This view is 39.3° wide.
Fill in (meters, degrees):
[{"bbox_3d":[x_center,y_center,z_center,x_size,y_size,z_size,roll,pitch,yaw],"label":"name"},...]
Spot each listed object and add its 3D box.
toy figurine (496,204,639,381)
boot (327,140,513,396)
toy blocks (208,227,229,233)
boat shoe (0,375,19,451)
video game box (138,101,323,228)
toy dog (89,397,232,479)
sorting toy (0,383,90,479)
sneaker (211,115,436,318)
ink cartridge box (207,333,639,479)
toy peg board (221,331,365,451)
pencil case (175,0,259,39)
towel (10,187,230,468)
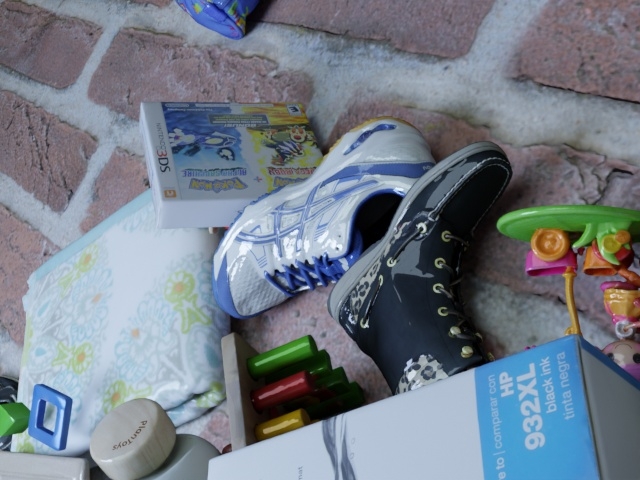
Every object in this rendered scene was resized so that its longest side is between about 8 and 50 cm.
[{"bbox_3d":[0.223,0.063,0.701,0.173,0.130,0.159,0,78,19],"label":"toy figurine"},{"bbox_3d":[0.120,0.044,0.815,0.236,0.085,0.179,-49,43,19],"label":"boot"},{"bbox_3d":[-0.089,-0.047,1.077,0.123,0.148,0.054,-64,-7,-45],"label":"toy blocks"},{"bbox_3d":[-0.460,0.243,1.283,0.233,0.079,0.084,22,84,51],"label":"boat shoe"},{"bbox_3d":[-0.100,-0.093,1.043,0.048,0.205,0.187,105,155,-43],"label":"video game box"},{"bbox_3d":[-0.116,0.287,0.815,0.161,0.220,0.334,-24,52,12],"label":"toy dog"},{"bbox_3d":[-0.318,0.341,1.046,0.196,0.047,0.348,-5,85,38],"label":"sorting toy"},{"bbox_3d":[0.000,0.000,0.942,0.296,0.112,0.131,-43,43,19],"label":"sneaker"},{"bbox_3d":[0.100,0.202,0.623,0.307,0.223,0.129,-26,49,32],"label":"ink cartridge box"},{"bbox_3d":[-0.011,0.174,0.815,0.079,0.161,0.161,-24,49,15],"label":"toy peg board"},{"bbox_3d":[-0.093,-0.448,1.313,0.306,0.119,0.133,-59,17,0],"label":"pencil case"},{"bbox_3d":[-0.257,0.116,1.152,0.374,0.090,0.321,-30,50,29],"label":"towel"}]
